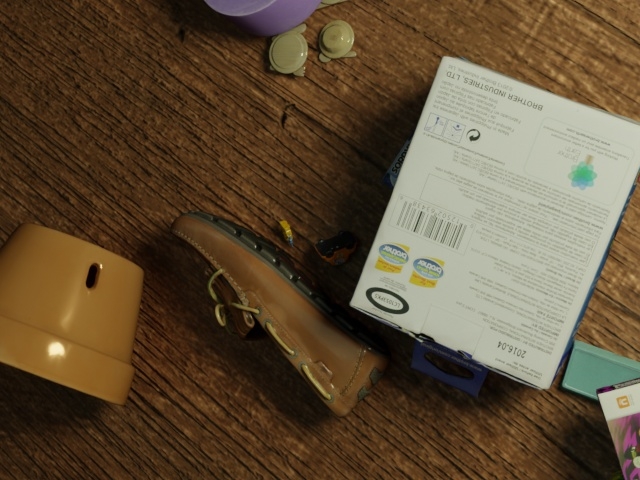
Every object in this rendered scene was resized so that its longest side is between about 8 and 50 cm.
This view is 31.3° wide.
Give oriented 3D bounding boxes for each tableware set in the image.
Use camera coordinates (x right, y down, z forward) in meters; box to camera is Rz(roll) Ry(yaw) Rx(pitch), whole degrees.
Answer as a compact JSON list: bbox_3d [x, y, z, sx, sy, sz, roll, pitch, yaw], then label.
[{"bbox_3d":[-0.014,-0.321,1.649,0.141,0.020,0.169,-5,84,26],"label":"tableware set"}]

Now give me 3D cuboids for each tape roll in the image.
[{"bbox_3d":[-0.081,-0.395,1.636,0.189,0.080,0.189,-7,74,27],"label":"tape roll"}]

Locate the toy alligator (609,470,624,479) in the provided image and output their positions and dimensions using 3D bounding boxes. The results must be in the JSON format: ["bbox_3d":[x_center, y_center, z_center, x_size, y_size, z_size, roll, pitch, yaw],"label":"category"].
[{"bbox_3d":[0.410,0.285,1.376,0.189,0.056,0.051,-42,114,18],"label":"toy alligator"}]

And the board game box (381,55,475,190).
[{"bbox_3d":[0.189,-0.124,1.520,0.136,0.035,0.201,38,105,24],"label":"board game box"}]

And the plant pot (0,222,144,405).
[{"bbox_3d":[-0.392,0.103,1.705,0.291,0.291,0.203,14,77,28],"label":"plant pot"}]

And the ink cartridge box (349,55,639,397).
[{"bbox_3d":[0.212,0.003,1.410,0.270,0.151,0.395,23,100,16],"label":"ink cartridge box"}]

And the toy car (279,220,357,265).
[{"bbox_3d":[0.000,0.000,1.627,0.122,0.060,0.040,32,148,42],"label":"toy car"}]

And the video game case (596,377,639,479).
[{"bbox_3d":[0.452,0.254,1.310,0.210,0.042,0.232,-17,88,11],"label":"video game case"}]

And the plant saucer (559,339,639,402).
[{"bbox_3d":[0.390,0.185,1.407,0.192,0.018,0.067,19,97,27],"label":"plant saucer"}]

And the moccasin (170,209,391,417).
[{"bbox_3d":[-0.076,0.096,1.607,0.380,0.139,0.147,40,97,14],"label":"moccasin"}]
